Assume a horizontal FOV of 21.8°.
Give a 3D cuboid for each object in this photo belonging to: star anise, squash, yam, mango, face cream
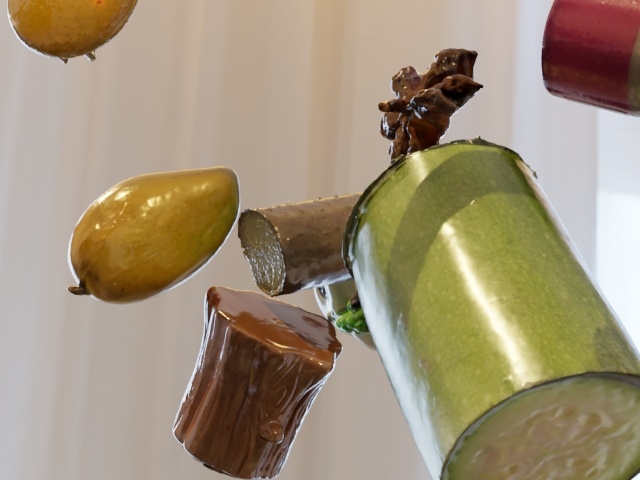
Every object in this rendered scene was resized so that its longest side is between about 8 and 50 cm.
[{"bbox_3d":[0.131,-0.163,2.116,0.111,0.196,0.212,24,-33,1],"label":"star anise"},{"bbox_3d":[0.191,0.099,1.843,0.263,0.384,0.263,-11,-46,-12],"label":"squash"},{"bbox_3d":[0.001,0.000,2.419,0.238,0.129,0.128,-13,27,-38],"label":"yam"},{"bbox_3d":[-0.247,-0.013,2.468,0.317,0.176,0.119,-30,0,-22],"label":"mango"},{"bbox_3d":[0.402,-0.246,2.119,0.195,0.175,0.175,17,-13,27],"label":"face cream"}]

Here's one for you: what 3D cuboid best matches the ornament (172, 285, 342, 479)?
[{"bbox_3d":[-0.096,0.208,2.387,0.235,0.217,0.221,31,18,26],"label":"ornament"}]

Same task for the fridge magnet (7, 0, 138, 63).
[{"bbox_3d":[-0.241,-0.243,1.640,0.143,0.143,0.063,-3,-21,18],"label":"fridge magnet"}]

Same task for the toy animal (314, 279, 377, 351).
[{"bbox_3d":[0.105,0.071,2.627,0.267,0.212,0.212,-17,-28,37],"label":"toy animal"}]
